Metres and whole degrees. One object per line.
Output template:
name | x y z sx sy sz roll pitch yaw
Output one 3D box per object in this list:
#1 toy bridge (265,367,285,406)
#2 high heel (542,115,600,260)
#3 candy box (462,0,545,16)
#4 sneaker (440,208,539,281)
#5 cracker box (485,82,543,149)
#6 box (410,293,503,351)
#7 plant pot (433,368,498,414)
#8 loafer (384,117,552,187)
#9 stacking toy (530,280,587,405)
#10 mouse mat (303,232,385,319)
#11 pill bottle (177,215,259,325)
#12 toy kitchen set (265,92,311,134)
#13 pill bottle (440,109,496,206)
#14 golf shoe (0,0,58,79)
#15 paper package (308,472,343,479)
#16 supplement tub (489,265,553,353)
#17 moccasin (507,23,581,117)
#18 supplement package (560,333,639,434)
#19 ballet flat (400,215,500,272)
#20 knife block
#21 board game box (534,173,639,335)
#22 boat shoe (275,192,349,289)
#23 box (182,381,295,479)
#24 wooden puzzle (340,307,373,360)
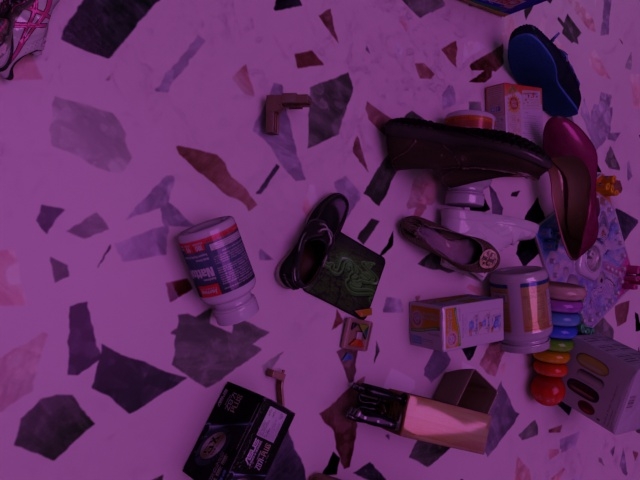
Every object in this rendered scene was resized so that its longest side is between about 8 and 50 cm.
toy bridge | -0.103 0.345 1.238 0.063 0.026 0.188 29 74 -34
high heel | 0.644 -0.130 1.627 0.377 0.127 0.181 54 52 -29
candy box | 0.463 -0.646 1.460 0.268 0.317 0.122 1 91 -34
sneaker | 0.412 0.018 1.561 0.292 0.108 0.169 5 89 -25
cracker box | 0.506 -0.282 1.642 0.155 0.067 0.233 -3 91 -36
box | 0.319 0.190 1.481 0.203 0.114 0.103 -3 93 -35
plant pot | 0.338 0.371 1.505 0.109 0.096 0.109 43 67 -26
loafer | 0.317 -0.180 1.392 0.134 0.365 0.130 -43 143 -62
stacking toy | 0.626 0.280 1.700 0.141 0.141 0.331 1 96 -35
mouse mat | 0.055 0.071 1.362 0.189 0.007 0.153 30 73 -32
pill bottle | -0.177 0.056 1.136 0.107 0.108 0.180 -27 104 -32
toy kitchen set | -0.058 -0.246 1.248 0.068 0.083 0.075 6 86 -76
pill bottle | 0.348 -0.191 1.498 0.121 0.121 0.216 8 86 -35
golf shoe | -0.456 -0.333 0.975 0.186 0.067 0.086 -57 146 -21
paper package | 0.154 0.619 1.239 0.309 0.324 0.168 33 72 -32
supplement tub | 0.508 0.172 1.596 0.144 0.144 0.200 -11 96 -35
moccasin | 0.595 -0.462 1.686 0.342 0.137 0.117 38 64 -44
supplement package | 0.784 0.384 1.726 0.149 0.203 0.194 4 106 -35
ballet flat | 0.298 0.009 1.439 0.249 0.058 0.084 25 89 -5
knife block | 0.199 0.371 1.328 0.242 0.275 0.088 33 69 -62
board game box | 0.805 0.053 1.863 0.389 0.050 0.390 -33 108 -31
boat shoe | 0.000 0.000 1.278 0.084 0.079 0.233 41 67 -21
box | -0.147 0.362 1.133 0.077 0.147 0.180 36 71 -29
wooden puzzle | 0.081 0.204 1.370 0.078 0.014 0.117 7 91 -35
